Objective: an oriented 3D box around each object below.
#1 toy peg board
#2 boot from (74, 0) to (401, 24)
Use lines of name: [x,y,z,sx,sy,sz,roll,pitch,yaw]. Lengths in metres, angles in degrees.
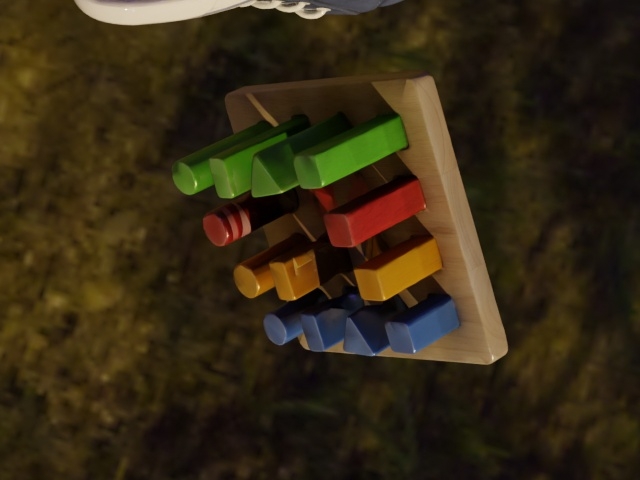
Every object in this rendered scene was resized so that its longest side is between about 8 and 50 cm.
toy peg board: [0.000,0.000,0.990,0.079,0.161,0.161,-27,107,-36]
boot: [-0.019,-0.126,0.843,0.086,0.190,0.069,81,-11,-61]
